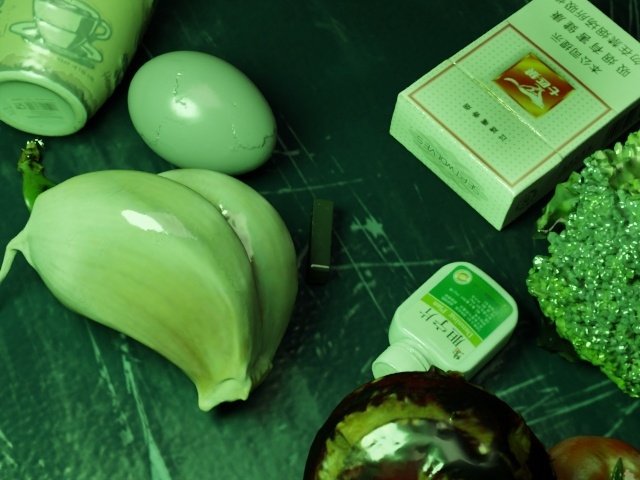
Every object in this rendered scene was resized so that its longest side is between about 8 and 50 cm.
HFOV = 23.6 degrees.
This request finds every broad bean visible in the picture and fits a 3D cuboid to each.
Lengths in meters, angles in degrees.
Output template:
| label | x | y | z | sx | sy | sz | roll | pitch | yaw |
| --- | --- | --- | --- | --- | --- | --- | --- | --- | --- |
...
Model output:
| label | x | y | z | sx | sy | sz | roll | pitch | yaw |
| --- | --- | --- | --- | --- | --- | --- | --- | --- | --- |
| broad bean | -0.244 | -0.046 | 1.894 | 0.292 | 0.049 | 0.144 | 12 | 53 | 0 |

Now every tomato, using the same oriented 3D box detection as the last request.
| label | x | y | z | sx | sy | sz | roll | pitch | yaw |
| --- | --- | --- | --- | --- | --- | --- | --- | --- | --- |
| tomato | 0.324 | 0.311 | 1.734 | 0.225 | 0.085 | 0.225 | 4 | 54 | -6 |

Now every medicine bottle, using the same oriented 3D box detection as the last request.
| label | x | y | z | sx | sy | sz | roll | pitch | yaw |
| --- | --- | --- | --- | --- | --- | --- | --- | --- | --- |
| medicine bottle | 0.145 | 0.115 | 1.840 | 0.119 | 0.069 | 0.183 | 42 | 62 | 15 |

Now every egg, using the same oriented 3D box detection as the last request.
| label | x | y | z | sx | sy | sz | roll | pitch | yaw |
| --- | --- | --- | --- | --- | --- | --- | --- | --- | --- |
| egg | -0.147 | -0.158 | 1.923 | 0.199 | 0.146 | 0.146 | 25 | 57 | 5 |

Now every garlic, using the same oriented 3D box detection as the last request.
| label | x | y | z | sx | sy | sz | roll | pitch | yaw |
| --- | --- | --- | --- | --- | --- | --- | --- | --- | --- |
| garlic | -0.187 | 0.014 | 1.787 | 0.340 | 0.246 | 0.231 | 21 | 34 | 10 |

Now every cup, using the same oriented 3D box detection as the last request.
| label | x | y | z | sx | sy | sz | roll | pitch | yaw |
| --- | --- | --- | --- | --- | --- | --- | --- | --- | --- |
| cup | -0.369 | -0.273 | 1.945 | 0.301 | 0.227 | 0.257 | -1 | 57 | 25 |

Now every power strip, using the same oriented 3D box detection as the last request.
| label | x | y | z | sx | sy | sz | roll | pitch | yaw |
| --- | --- | --- | --- | --- | --- | --- | --- | --- | --- |
| power strip | 0.000 | 0.000 | 1.910 | 0.029 | 0.038 | 0.111 | 7 | 57 | -6 |

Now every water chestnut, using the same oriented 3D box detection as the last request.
| label | x | y | z | sx | sy | sz | roll | pitch | yaw |
| --- | --- | --- | --- | --- | --- | --- | --- | --- | --- |
| water chestnut | 0.116 | 0.277 | 1.641 | 0.300 | 0.300 | 0.300 | 4 | 57 | -6 |

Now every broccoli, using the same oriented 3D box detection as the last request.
| label | x | y | z | sx | sy | sz | roll | pitch | yaw |
| --- | --- | --- | --- | --- | --- | --- | --- | --- | --- |
| broccoli | 0.416 | 0.051 | 1.814 | 0.338 | 0.277 | 0.317 | 8 | 36 | -14 |

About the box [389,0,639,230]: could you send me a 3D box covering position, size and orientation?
| label | x | y | z | sx | sy | sz | roll | pitch | yaw |
| --- | --- | --- | --- | --- | --- | --- | --- | --- | --- |
| box | 0.282 | -0.184 | 2.042 | 0.330 | 0.095 | 0.210 | -37 | 69 | -26 |
